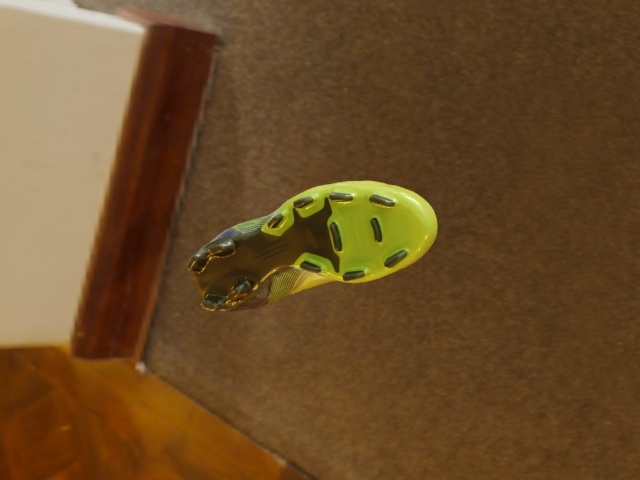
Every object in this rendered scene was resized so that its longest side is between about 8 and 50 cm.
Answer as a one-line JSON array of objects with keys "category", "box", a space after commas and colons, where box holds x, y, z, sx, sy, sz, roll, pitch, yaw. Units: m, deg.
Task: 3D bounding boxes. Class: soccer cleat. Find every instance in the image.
[{"category": "soccer cleat", "box": [-0.001, -0.001, 1.122, 0.289, 0.121, 0.093, -18, 92, 41]}]
